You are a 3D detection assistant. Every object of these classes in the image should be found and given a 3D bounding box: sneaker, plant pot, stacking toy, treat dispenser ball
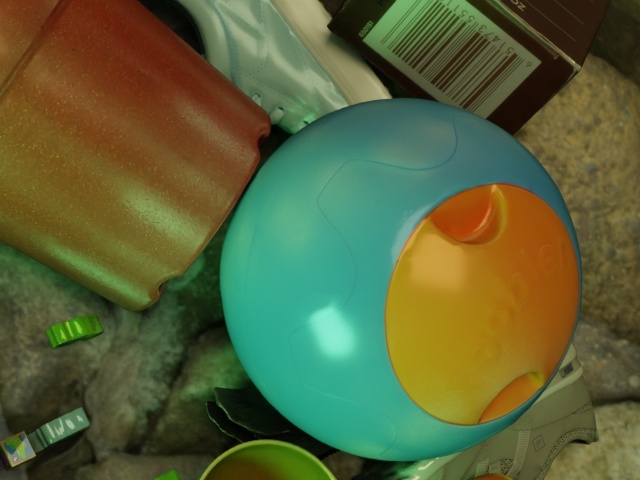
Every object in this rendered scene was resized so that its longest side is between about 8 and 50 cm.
[{"bbox_3d":[-0.042,-0.143,1.434,0.150,0.135,0.366,-37,91,0],"label":"sneaker"},{"bbox_3d":[-0.202,-0.094,1.279,0.265,0.272,0.272,36,64,-15],"label":"plant pot"},{"bbox_3d":[-0.009,0.144,1.370,0.170,0.051,0.089,-19,71,-32],"label":"sneaker"},{"bbox_3d":[-0.243,0.170,1.280,0.221,0.052,0.167,-22,83,-27],"label":"stacking toy"},{"bbox_3d":[0.139,0.200,1.379,0.281,0.105,0.115,-32,97,-21],"label":"sneaker"},{"bbox_3d":[-0.054,0.237,1.299,0.134,0.095,0.134,6,71,-18],"label":"plant pot"},{"bbox_3d":[0.064,0.031,1.269,0.288,0.288,0.288,6,70,-18],"label":"treat dispenser ball"}]

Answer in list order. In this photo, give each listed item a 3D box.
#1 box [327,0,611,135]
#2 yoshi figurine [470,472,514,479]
[{"bbox_3d":[0.174,-0.269,1.462,0.191,0.143,0.381,38,41,-8],"label":"box"},{"bbox_3d":[0.042,0.342,1.241,0.203,0.203,0.362,51,51,-5],"label":"yoshi figurine"}]
